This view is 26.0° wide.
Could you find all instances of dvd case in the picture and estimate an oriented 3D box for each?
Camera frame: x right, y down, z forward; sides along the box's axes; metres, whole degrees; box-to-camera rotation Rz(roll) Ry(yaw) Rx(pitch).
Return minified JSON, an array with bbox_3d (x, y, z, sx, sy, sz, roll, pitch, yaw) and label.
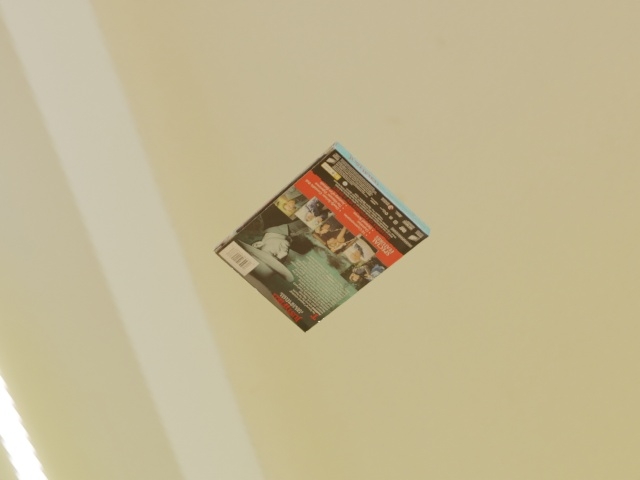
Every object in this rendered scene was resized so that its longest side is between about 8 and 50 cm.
[{"bbox_3d":[0.000,0.000,0.906,0.087,0.013,0.119,42,-61,-14],"label":"dvd case"}]
